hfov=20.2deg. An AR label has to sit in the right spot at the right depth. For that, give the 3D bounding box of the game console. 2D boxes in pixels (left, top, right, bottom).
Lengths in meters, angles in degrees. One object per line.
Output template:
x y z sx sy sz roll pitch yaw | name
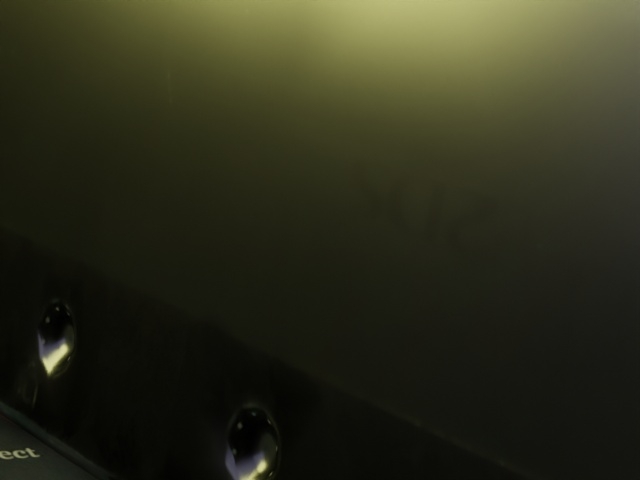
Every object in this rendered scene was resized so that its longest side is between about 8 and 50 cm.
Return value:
0.003 -0.087 0.447 0.386 0.060 0.342 21 101 50 | game console

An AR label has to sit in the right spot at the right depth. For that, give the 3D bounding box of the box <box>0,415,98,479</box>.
-0.270 0.124 0.624 0.395 0.293 0.212 33 119 55 | box
